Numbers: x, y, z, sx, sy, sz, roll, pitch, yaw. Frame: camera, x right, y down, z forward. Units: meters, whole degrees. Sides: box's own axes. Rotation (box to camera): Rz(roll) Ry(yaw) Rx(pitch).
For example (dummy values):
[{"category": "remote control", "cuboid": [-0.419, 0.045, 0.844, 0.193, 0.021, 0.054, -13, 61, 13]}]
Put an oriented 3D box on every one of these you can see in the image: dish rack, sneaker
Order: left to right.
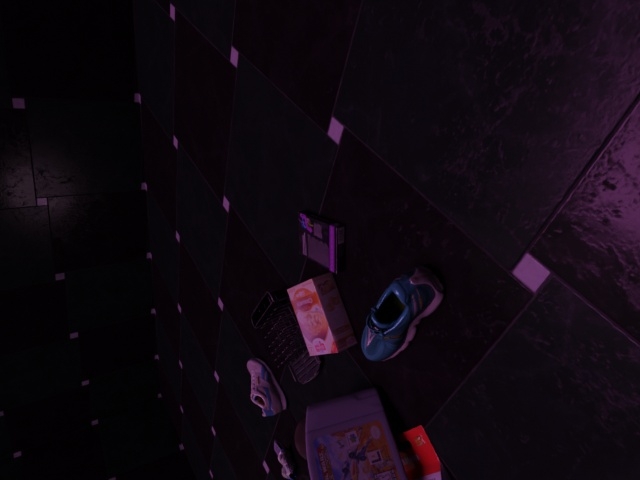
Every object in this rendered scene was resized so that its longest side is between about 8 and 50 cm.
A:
[{"category": "sneaker", "cuboid": [-0.209, 0.508, 1.529, 0.228, 0.092, 0.088, 45, 139, 39]}, {"category": "dish rack", "cuboid": [-0.102, 0.295, 1.299, 0.272, 0.074, 0.208, 61, 146, 20]}, {"category": "sneaker", "cuboid": [-0.110, 0.793, 1.547, 0.058, 0.052, 0.136, 10, 119, 44]}, {"category": "sneaker", "cuboid": [0.131, 0.151, 0.857, 0.107, 0.109, 0.275, 53, 142, 30]}]

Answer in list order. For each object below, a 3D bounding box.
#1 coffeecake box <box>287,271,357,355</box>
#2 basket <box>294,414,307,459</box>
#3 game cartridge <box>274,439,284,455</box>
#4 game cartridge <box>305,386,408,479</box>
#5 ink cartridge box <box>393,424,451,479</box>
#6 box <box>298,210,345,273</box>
[{"category": "coffeecake box", "cuboid": [0.001, 0.190, 1.105, 0.142, 0.068, 0.186, -30, 78, 55]}, {"category": "basket", "cuboid": [0.032, 0.517, 1.126, 0.227, 0.154, 0.205, -32, 75, 60]}, {"category": "game cartridge", "cuboid": [-0.146, 0.789, 1.623, 0.083, 0.017, 0.056, 32, 124, 47]}, {"category": "game cartridge", "cuboid": [0.075, 0.483, 0.935, 0.062, 0.197, 0.297, 93, 163, -52]}, {"category": "ink cartridge box", "cuboid": [0.200, 0.536, 0.928, 0.181, 0.056, 0.225, -44, 66, 38]}, {"category": "box", "cuboid": [0.000, 0.000, 1.065, 0.162, 0.029, 0.116, 25, 122, 49]}]
